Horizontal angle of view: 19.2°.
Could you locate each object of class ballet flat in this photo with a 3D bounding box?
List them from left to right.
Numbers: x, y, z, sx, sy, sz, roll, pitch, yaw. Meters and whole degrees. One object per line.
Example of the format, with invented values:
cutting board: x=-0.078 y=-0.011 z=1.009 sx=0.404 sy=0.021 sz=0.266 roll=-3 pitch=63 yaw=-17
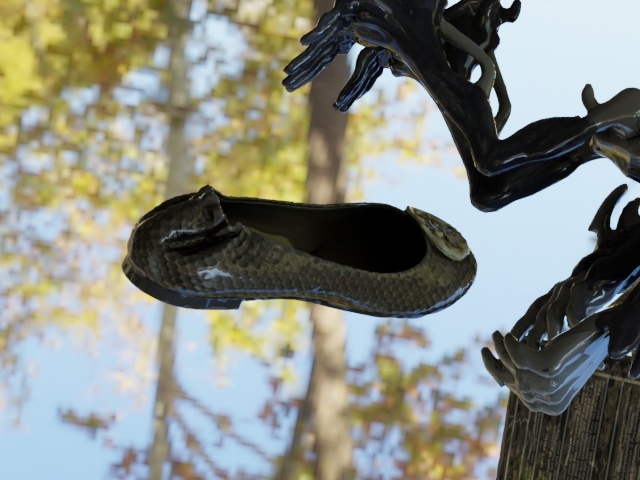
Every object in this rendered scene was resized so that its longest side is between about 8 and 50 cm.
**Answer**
ballet flat: x=0.000 y=0.000 z=1.052 sx=0.250 sy=0.058 sz=0.084 roll=2 pitch=-150 yaw=-41

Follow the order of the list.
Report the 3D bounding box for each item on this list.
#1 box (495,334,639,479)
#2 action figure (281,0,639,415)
box: x=0.284 y=0.246 z=1.610 sx=0.183 sy=0.296 sz=0.294 roll=10 pitch=179 yaw=-21
action figure: x=0.116 y=0.003 z=0.746 sx=0.276 sy=0.141 sz=0.164 roll=38 pitch=-179 yaw=13
